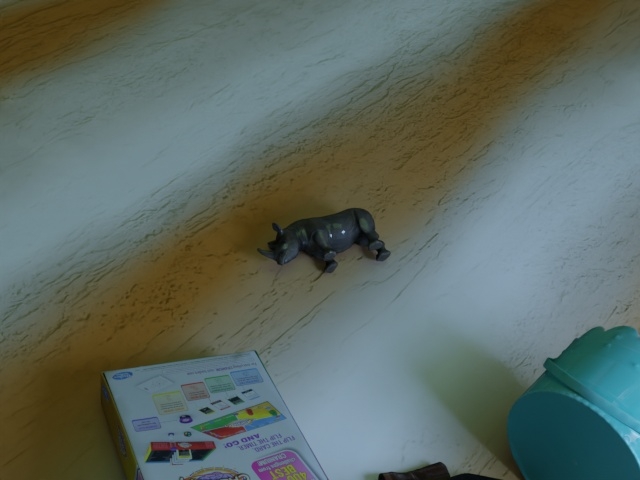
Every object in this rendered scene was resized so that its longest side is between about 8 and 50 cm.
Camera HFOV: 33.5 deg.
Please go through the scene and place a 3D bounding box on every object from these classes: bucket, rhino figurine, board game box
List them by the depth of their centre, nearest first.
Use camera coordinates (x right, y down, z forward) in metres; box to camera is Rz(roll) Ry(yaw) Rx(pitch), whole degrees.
[{"bbox_3d":[-0.153,0.283,1.471,0.242,0.064,0.316,-6,33,-22],"label":"board game box"},{"bbox_3d":[0.425,0.279,1.570,0.183,0.281,0.281,-31,60,-35],"label":"bucket"},{"bbox_3d":[0.000,0.000,1.867,0.243,0.073,0.106,-10,52,-24],"label":"rhino figurine"}]

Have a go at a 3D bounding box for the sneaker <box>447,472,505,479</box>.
[{"bbox_3d":[0.199,0.418,1.473,0.122,0.146,0.331,17,12,39],"label":"sneaker"}]

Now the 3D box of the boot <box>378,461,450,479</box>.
[{"bbox_3d":[0.153,0.374,1.550,0.114,0.037,0.106,-1,47,-25],"label":"boot"}]
